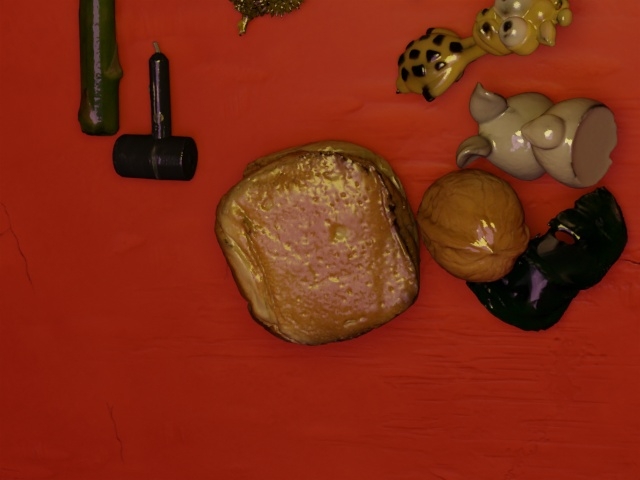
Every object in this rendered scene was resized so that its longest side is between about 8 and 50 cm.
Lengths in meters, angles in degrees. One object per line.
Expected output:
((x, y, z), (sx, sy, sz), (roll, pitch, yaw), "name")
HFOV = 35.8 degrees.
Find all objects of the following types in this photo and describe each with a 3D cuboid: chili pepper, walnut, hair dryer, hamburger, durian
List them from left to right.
((-0.263, -0.202, 1.556), (0.125, 0.071, 0.219), (6, 108, 11), "hair dryer")
((-0.081, -0.382, 1.412), (0.147, 0.102, 0.208), (29, 121, -7), "durian")
((0.006, 0.005, 1.516), (0.284, 0.174, 0.304), (-14, 109, 17), "hamburger")
((0.222, -0.023, 1.440), (0.159, 0.206, 0.159), (-4, 113, -10), "walnut")
((0.354, 0.041, 1.481), (0.148, 0.116, 0.264), (38, 117, -9), "chili pepper")

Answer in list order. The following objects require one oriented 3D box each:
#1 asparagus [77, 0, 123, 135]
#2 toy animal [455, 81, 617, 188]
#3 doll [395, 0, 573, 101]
((-0.345, -0.293, 1.534), (0.067, 0.060, 0.277), (11, 115, 20), "asparagus")
((0.296, -0.143, 1.368), (0.193, 0.179, 0.127), (16, 99, 35), "toy animal")
((0.213, -0.269, 1.352), (0.291, 0.086, 0.117), (-17, 66, 45), "doll")
